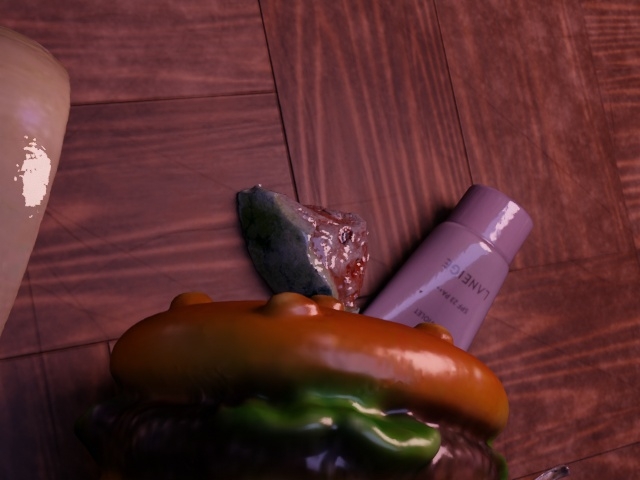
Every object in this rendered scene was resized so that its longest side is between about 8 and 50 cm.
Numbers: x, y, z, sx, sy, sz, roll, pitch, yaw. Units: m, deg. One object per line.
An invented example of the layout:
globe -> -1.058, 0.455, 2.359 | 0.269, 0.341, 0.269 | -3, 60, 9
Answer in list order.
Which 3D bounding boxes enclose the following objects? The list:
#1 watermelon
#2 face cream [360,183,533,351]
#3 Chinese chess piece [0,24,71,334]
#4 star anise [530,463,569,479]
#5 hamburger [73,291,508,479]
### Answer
watermelon -> 0.000, 0.000, 1.251 | 0.139, 0.071, 0.187 | -37, 98, -34
face cream -> 0.138, 0.066, 1.309 | 0.154, 0.096, 0.274 | 39, 77, -20
Chinese chess piece -> -0.319, -0.017, 0.919 | 0.141, 0.338, 0.338 | 18, 72, -21
star anise -> 0.219, 0.354, 1.273 | 0.230, 0.081, 0.262 | 28, 42, 8
hamburger -> -0.026, 0.201, 1.031 | 0.396, 0.396, 0.277 | 17, 70, -25
